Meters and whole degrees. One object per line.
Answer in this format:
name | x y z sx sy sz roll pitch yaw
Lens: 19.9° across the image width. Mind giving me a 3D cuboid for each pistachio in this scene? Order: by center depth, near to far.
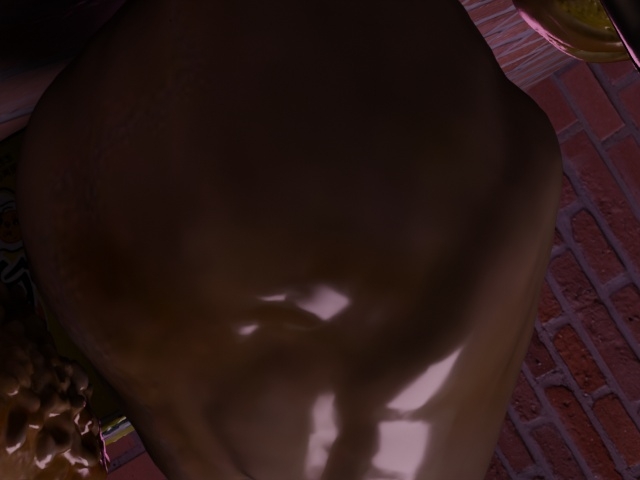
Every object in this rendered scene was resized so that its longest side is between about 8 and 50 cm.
pistachio | 0.000 0.000 0.979 0.281 0.365 0.445 -3 172 16

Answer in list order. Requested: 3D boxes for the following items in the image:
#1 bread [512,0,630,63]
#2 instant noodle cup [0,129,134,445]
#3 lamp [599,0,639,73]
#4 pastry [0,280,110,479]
bread | 0.319 -0.258 1.524 0.333 0.160 0.333 -28 -177 2
instant noodle cup | -0.155 0.029 1.257 0.264 0.200 0.264 -31 176 -2
lamp | 0.287 -0.252 1.240 0.283 0.203 0.124 -28 159 22
pastry | -0.224 0.080 0.952 0.162 0.255 0.311 -44 173 -27
